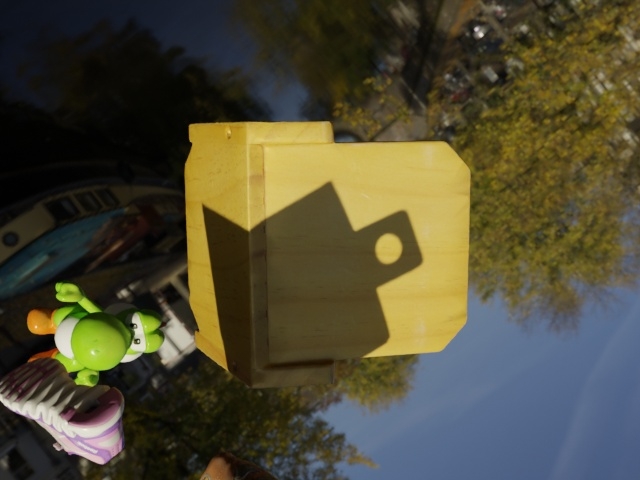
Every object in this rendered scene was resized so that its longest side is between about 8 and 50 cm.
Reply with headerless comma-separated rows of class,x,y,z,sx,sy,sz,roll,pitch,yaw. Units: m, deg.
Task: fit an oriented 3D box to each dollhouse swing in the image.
dollhouse swing,0.000,0.000,1.067,0.305,0.346,0.315,-6,-169,-28

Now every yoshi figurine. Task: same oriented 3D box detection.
yoshi figurine,-0.480,0.196,1.477,0.362,0.203,0.203,-11,-143,36

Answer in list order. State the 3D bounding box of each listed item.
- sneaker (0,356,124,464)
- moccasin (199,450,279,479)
sneaker,-0.356,0.241,1.016,0.237,0.104,0.095,14,-141,34
moccasin,-0.178,0.461,1.084,0.139,0.147,0.380,-32,151,-49
